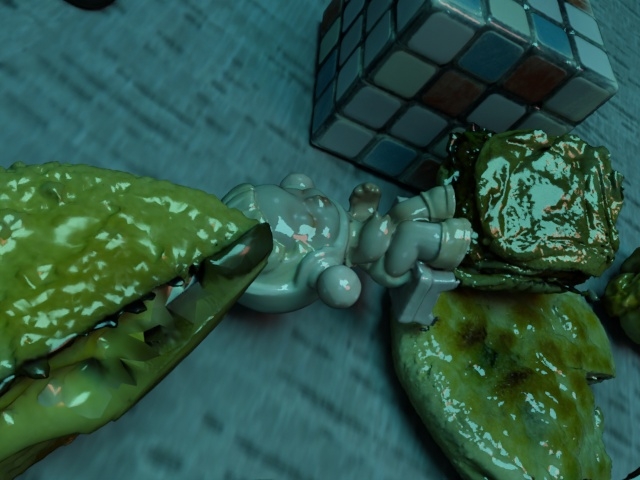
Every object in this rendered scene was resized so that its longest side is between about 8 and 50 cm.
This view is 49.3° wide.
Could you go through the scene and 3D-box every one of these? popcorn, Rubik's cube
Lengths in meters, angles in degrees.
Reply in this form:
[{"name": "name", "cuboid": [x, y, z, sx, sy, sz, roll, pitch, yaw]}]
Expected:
[{"name": "popcorn", "cuboid": [0.481, 0.077, 0.944, 0.194, 0.140, 0.163, -27, 72, -40]}, {"name": "Rubik's cube", "cuboid": [0.160, -0.232, 0.856, 0.253, 0.259, 0.256, 19, 51, -21]}]

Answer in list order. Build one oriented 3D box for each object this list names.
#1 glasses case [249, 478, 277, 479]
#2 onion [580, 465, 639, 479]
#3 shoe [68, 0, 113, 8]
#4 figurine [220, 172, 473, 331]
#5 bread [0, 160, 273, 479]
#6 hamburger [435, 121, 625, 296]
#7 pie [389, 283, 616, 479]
[{"name": "glasses case", "cuboid": [-0.110, 0.226, 0.498, 0.233, 0.059, 0.092, 6, 56, -32]}, {"name": "onion", "cuboid": [0.273, 0.371, 0.532, 0.267, 0.159, 0.349, -14, 41, -6]}, {"name": "shoe", "cuboid": [-0.310, -0.358, 0.745, 0.241, 0.093, 0.108, 36, 48, -10]}, {"name": "figurine", "cuboid": [-0.003, 0.003, 0.669, 0.256, 0.144, 0.182, 5, 59, -13]}, {"name": "bread", "cuboid": [-0.180, 0.058, 0.481, 0.262, 0.204, 0.162, -27, 66, -39]}, {"name": "hamburger", "cuboid": [0.220, -0.026, 0.770, 0.206, 0.130, 0.183, 7, 72, -10]}, {"name": "pie", "cuboid": [0.208, 0.136, 0.760, 0.337, 0.075, 0.337, 19, 48, -22]}]
